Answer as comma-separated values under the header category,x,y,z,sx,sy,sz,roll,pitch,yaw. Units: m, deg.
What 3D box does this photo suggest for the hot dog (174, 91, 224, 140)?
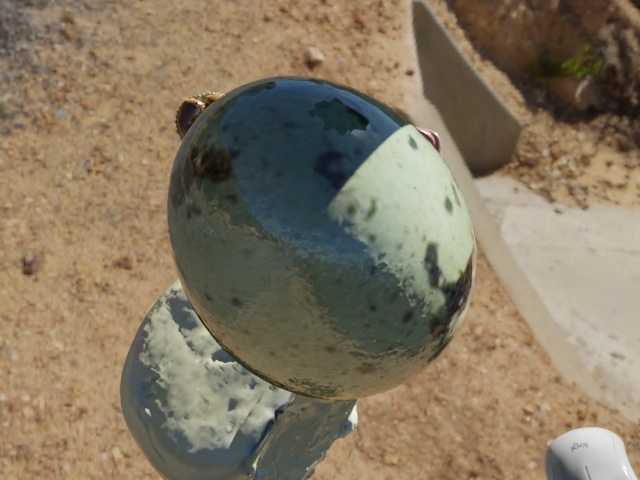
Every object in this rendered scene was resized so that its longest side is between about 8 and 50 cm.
category,x,y,z,sx,sy,sz,roll,pitch,yaw
hot dog,-0.178,-0.171,1.837,0.131,0.069,0.253,-32,87,-1

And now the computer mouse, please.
category,x,y,z,sx,sy,sz,roll,pitch,yaw
computer mouse,0.530,0.473,1.857,0.184,0.121,0.297,-14,32,14

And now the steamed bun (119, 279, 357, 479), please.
category,x,y,z,sx,sy,sz,roll,pitch,yaw
steamed bun,-0.101,0.193,1.330,0.334,0.233,0.312,-44,55,-3

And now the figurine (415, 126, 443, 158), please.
category,x,y,z,sx,sy,sz,roll,pitch,yaw
figurine,0.156,-0.119,1.613,0.114,0.126,0.157,12,39,-30

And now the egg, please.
category,x,y,z,sx,sy,sz,roll,pitch,yaw
egg,0.000,0.000,0.939,0.287,0.379,0.288,-20,45,21
